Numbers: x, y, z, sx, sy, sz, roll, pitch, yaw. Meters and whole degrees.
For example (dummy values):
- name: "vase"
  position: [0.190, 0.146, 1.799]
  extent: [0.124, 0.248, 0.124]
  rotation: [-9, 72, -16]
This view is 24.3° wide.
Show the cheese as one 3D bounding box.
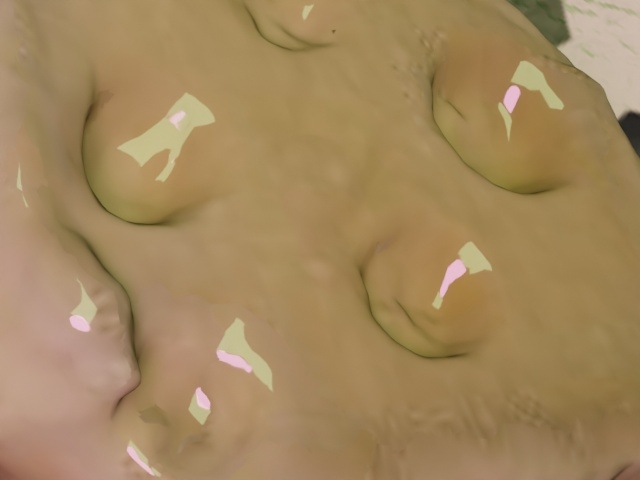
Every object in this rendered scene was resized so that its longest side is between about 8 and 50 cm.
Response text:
- name: "cheese"
  position: [0.000, 0.000, 0.558]
  extent: [0.326, 0.115, 0.318]
  rotation: [39, 43, -2]
